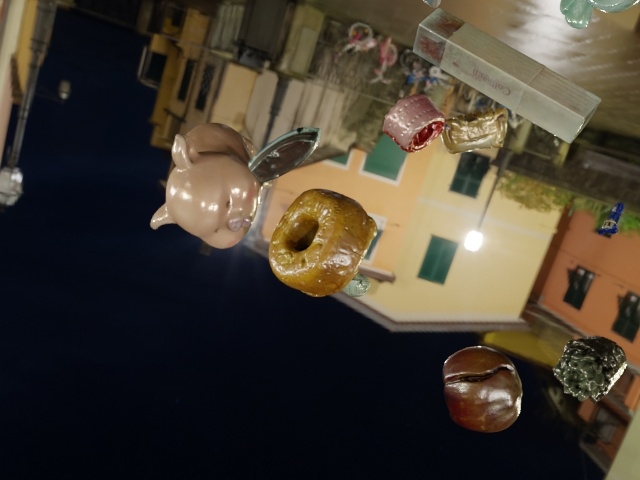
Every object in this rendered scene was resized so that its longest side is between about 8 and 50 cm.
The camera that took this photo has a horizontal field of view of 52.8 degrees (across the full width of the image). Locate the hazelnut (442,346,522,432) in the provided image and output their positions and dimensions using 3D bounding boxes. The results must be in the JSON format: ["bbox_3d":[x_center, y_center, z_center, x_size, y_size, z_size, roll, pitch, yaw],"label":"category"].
[{"bbox_3d":[0.440,0.396,1.744,0.218,0.234,0.218,-14,-159,6],"label":"hazelnut"}]

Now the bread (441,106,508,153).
[{"bbox_3d":[0.518,-0.368,2.164,0.225,0.134,0.081,-8,-161,10],"label":"bread"}]

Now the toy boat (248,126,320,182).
[{"bbox_3d":[-0.058,-0.151,1.094,0.059,0.140,0.066,51,-161,-25],"label":"toy boat"}]

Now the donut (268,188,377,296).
[{"bbox_3d":[0.000,0.002,1.256,0.114,0.226,0.226,29,-177,-37],"label":"donut"}]

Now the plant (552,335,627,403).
[{"bbox_3d":[0.647,0.310,1.563,0.194,0.129,0.132,-14,-147,-41],"label":"plant"}]

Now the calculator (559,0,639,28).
[{"bbox_3d":[0.533,-0.506,1.122,0.042,0.295,0.184,7,-136,-37],"label":"calculator"}]

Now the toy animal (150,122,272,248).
[{"bbox_3d":[-0.233,-0.135,1.420,0.269,0.237,0.326,-2,-139,-37],"label":"toy animal"}]

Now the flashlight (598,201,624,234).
[{"bbox_3d":[0.829,-0.064,1.824,0.057,0.121,0.035,-4,134,53],"label":"flashlight"}]

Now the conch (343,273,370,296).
[{"bbox_3d":[0.076,0.107,1.549,0.076,0.056,0.085,5,180,-33],"label":"conch"}]

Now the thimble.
[{"bbox_3d":[0.293,-0.369,2.034,0.189,0.163,0.125,-19,-120,-47],"label":"thimble"}]

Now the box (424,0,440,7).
[{"bbox_3d":[0.327,-0.838,2.029,0.142,0.044,0.285,38,179,8],"label":"box"}]

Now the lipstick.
[{"bbox_3d":[0.358,-0.328,1.268,0.371,0.076,0.080,37,-119,18],"label":"lipstick"}]
